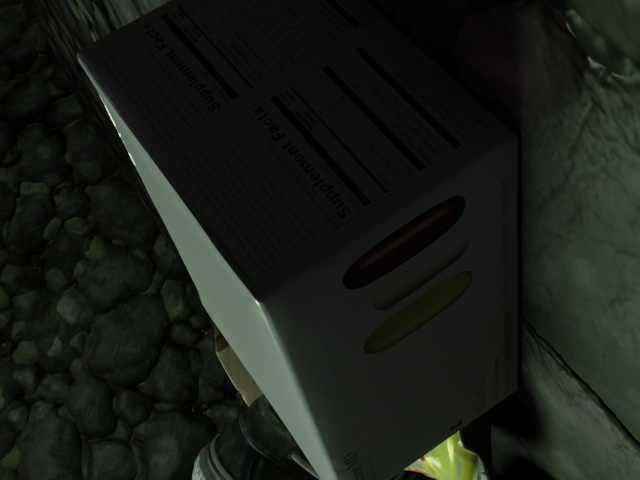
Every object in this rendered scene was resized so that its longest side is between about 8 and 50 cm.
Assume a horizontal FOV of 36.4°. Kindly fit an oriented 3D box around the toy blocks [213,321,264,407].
[{"bbox_3d":[-0.013,0.183,1.133,0.381,0.190,0.261,62,180,-14],"label":"toy blocks"}]

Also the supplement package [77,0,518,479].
[{"bbox_3d":[0.000,0.000,0.581,0.204,0.145,0.262,50,167,34],"label":"supplement package"}]

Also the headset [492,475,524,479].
[{"bbox_3d":[0.137,0.352,0.804,0.394,0.185,0.243,-60,43,43],"label":"headset"}]

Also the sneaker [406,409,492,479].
[{"bbox_3d":[0.070,0.145,0.738,0.208,0.094,0.082,127,145,-77],"label":"sneaker"}]

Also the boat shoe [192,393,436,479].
[{"bbox_3d":[0.049,0.221,0.876,0.335,0.119,0.121,21,-152,-39],"label":"boat shoe"}]
